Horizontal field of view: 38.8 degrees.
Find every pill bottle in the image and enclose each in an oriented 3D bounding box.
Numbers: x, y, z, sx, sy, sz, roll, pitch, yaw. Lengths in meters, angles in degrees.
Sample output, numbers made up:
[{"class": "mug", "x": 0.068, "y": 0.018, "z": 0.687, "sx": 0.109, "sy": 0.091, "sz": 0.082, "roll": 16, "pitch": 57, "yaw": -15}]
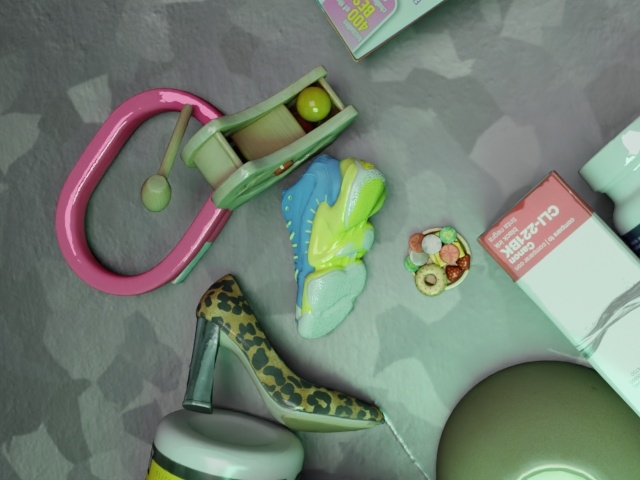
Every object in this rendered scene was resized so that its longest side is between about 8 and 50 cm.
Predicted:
[{"class": "pill bottle", "x": 0.414, "y": -0.020, "z": 0.976, "sx": 0.153, "sy": 0.153, "sz": 0.264, "roll": -44, "pitch": 82, "yaw": 10}, {"class": "pill bottle", "x": -0.142, "y": 0.394, "z": 1.131, "sx": 0.188, "sy": 0.188, "sz": 0.333, "roll": 13, "pitch": 94, "yaw": 11}]

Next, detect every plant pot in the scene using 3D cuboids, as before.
[{"class": "plant pot", "x": 0.269, "y": 0.294, "z": 1.042, "sx": 0.284, "sy": 0.191, "sz": 0.284, "roll": 0, "pitch": 92, "yaw": 11}]

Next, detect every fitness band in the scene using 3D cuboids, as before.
[{"class": "fitness band", "x": -0.228, "y": -0.062, "z": 1.205, "sx": 0.209, "sy": 0.054, "sz": 0.290, "roll": 37, "pitch": 97, "yaw": 9}]

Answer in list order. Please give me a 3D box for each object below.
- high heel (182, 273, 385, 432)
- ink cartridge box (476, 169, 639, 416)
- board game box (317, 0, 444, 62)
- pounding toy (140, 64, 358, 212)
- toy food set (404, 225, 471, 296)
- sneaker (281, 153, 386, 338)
[{"class": "high heel", "x": -0.036, "y": 0.144, "z": 1.168, "sx": 0.261, "sy": 0.093, "sz": 0.186, "roll": 11, "pitch": 64, "yaw": -7}, {"class": "ink cartridge box", "x": 0.313, "y": 0.058, "z": 1.021, "sx": 0.114, "sy": 0.197, "sz": 0.273, "roll": -44, "pitch": 83, "yaw": 11}, {"class": "board game box", "x": 0.104, "y": -0.392, "z": 1.039, "sx": 0.317, "sy": 0.064, "sz": 0.242, "roll": -29, "pitch": 99, "yaw": 32}, {"class": "pounding toy", "x": -0.105, "y": -0.135, "z": 1.092, "sx": 0.270, "sy": 0.154, "sz": 0.154, "roll": -35, "pitch": 85, "yaw": -15}, {"class": "toy food set", "x": 0.148, "y": 0.023, "z": 1.145, "sx": 0.083, "sy": 0.020, "sz": 0.082, "roll": -28, "pitch": 86, "yaw": 12}, {"class": "sneaker", "x": 0.000, "y": 0.000, "z": 1.155, "sx": 0.126, "sy": 0.091, "sz": 0.240, "roll": 33, "pitch": 109, "yaw": 38}]
